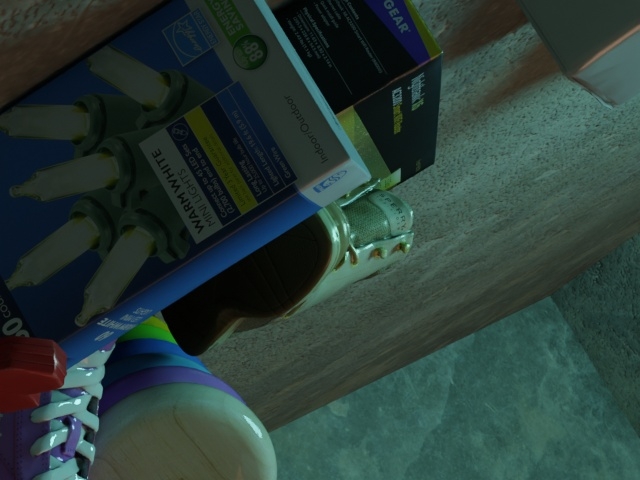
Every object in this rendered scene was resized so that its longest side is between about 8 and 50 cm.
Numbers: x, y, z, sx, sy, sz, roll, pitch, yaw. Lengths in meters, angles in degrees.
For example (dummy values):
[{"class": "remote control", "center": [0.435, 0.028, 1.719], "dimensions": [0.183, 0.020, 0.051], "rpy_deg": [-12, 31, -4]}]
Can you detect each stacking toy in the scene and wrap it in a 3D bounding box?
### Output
[{"class": "stacking toy", "center": [-0.138, 0.112, 1.214], "dimensions": [0.141, 0.141, 0.330], "rpy_deg": [-30, -155, -5]}]

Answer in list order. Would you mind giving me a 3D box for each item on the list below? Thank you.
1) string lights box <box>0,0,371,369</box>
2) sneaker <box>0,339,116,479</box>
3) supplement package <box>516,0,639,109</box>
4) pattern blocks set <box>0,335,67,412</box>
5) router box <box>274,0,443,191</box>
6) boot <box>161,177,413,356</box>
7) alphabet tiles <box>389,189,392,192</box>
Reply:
[{"class": "string lights box", "center": [-0.117, -0.026, 0.934], "dimensions": [0.259, 0.133, 0.077], "rpy_deg": [-33, 169, 6]}, {"class": "sneaker", "center": [-0.167, 0.103, 1.004], "dimensions": [0.161, 0.282, 0.102], "rpy_deg": [-31, 159, 14]}, {"class": "supplement package", "center": [0.211, -0.223, 0.817], "dimensions": [0.293, 0.177, 0.175], "rpy_deg": [-33, 170, 14]}, {"class": "pattern blocks set", "center": [-0.306, 0.089, 0.853], "dimensions": [0.285, 0.026, 0.325], "rpy_deg": [12, 155, -29]}, {"class": "router box", "center": [-0.039, -0.058, 1.147], "dimensions": [0.243, 0.081, 0.309], "rpy_deg": [-31, 170, -2]}, {"class": "boot", "center": [0.000, 0.000, 1.089], "dimensions": [0.165, 0.077, 0.213], "rpy_deg": [-23, 172, -33]}, {"class": "alphabet tiles", "center": [-0.033, 0.019, 1.722], "dimensions": [0.237, 0.009, 0.198], "rpy_deg": [-29, 170, -10]}]
